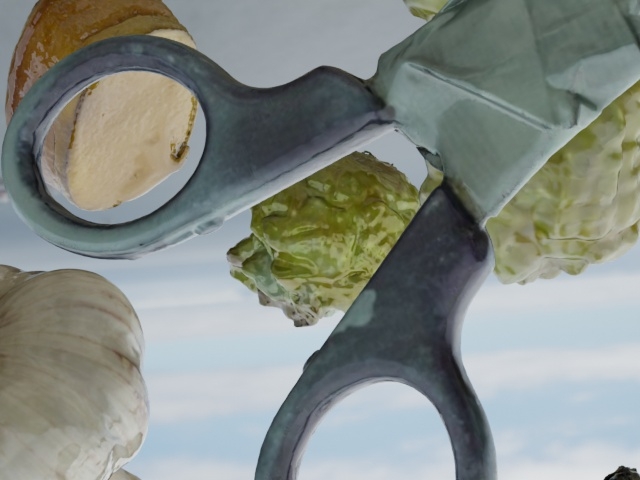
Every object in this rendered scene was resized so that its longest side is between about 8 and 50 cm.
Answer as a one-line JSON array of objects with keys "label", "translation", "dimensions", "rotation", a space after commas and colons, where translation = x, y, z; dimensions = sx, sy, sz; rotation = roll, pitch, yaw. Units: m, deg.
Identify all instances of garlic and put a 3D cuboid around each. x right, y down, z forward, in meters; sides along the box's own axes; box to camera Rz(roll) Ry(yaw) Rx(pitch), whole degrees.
[{"label": "garlic", "translation": [-0.179, 0.132, 0.829], "dimensions": [0.199, 0.199, 0.226], "rotation": [-5, 141, 24]}]

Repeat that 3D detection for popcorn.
[{"label": "popcorn", "translation": [0.000, 0.000, 1.253], "dimensions": [0.212, 0.198, 0.198], "rotation": [-35, 168, 18]}, {"label": "popcorn", "translation": [0.162, -0.119, 0.940], "dimensions": [0.174, 0.285, 0.225], "rotation": [-2, -162, 31]}]

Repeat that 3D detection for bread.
[{"label": "bread", "translation": [-0.230, -0.160, 1.403], "dimensions": [0.195, 0.142, 0.269], "rotation": [-24, 147, -33]}]

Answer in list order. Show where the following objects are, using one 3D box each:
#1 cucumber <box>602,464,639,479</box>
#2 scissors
[{"label": "cucumber", "translation": [0.226, 0.205, 0.924], "dimensions": [0.053, 0.053, 0.181], "rotation": [-4, -172, 3]}, {"label": "scissors", "translation": [0.074, -0.059, 0.462], "dimensions": [0.383, 0.256, 0.029], "rotation": [-39, 164, 14]}]
